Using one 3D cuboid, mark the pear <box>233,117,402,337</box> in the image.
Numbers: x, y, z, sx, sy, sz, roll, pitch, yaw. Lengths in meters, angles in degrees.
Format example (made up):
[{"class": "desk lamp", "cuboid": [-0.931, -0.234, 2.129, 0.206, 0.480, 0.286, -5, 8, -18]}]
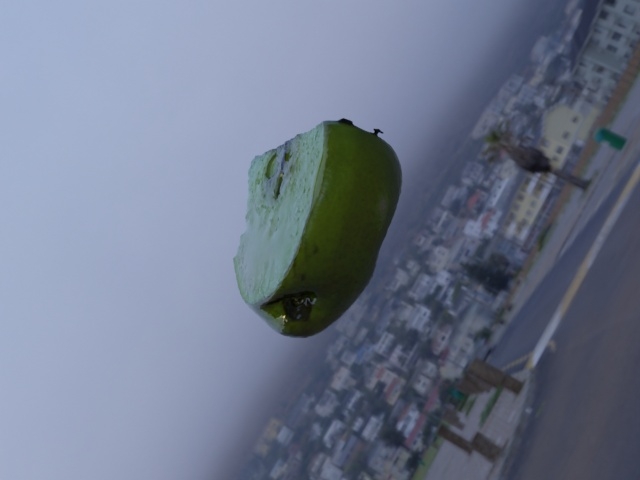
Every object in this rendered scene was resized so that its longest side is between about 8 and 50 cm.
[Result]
[{"class": "pear", "cuboid": [0.000, 0.000, 1.142, 0.286, 0.176, 0.281, -16, 62, 62]}]
